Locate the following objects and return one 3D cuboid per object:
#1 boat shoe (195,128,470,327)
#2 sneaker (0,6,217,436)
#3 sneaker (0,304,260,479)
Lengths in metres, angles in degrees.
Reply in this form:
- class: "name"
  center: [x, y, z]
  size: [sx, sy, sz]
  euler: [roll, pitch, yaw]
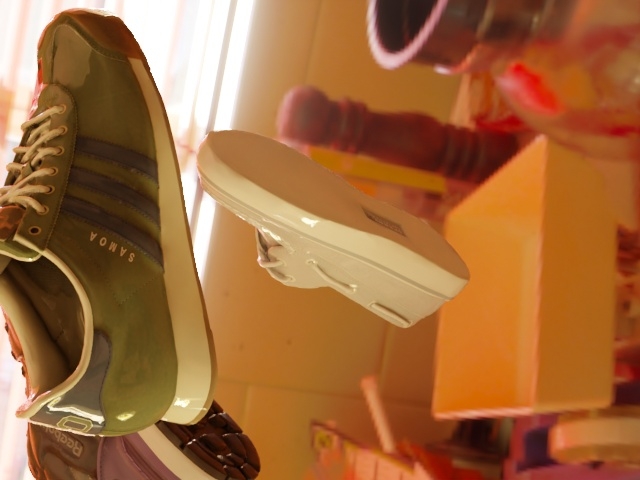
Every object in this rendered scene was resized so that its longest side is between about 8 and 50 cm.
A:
- class: "boat shoe"
  center: [0.000, 0.000, 0.638]
  size: [0.063, 0.184, 0.066]
  euler: [-49, 43, 21]
- class: "sneaker"
  center: [-0.106, -0.011, 0.487]
  size: [0.064, 0.086, 0.192]
  euler: [-28, 74, 47]
- class: "sneaker"
  center: [-0.173, 0.105, 0.797]
  size: [0.124, 0.107, 0.283]
  euler: [-52, 58, 13]
